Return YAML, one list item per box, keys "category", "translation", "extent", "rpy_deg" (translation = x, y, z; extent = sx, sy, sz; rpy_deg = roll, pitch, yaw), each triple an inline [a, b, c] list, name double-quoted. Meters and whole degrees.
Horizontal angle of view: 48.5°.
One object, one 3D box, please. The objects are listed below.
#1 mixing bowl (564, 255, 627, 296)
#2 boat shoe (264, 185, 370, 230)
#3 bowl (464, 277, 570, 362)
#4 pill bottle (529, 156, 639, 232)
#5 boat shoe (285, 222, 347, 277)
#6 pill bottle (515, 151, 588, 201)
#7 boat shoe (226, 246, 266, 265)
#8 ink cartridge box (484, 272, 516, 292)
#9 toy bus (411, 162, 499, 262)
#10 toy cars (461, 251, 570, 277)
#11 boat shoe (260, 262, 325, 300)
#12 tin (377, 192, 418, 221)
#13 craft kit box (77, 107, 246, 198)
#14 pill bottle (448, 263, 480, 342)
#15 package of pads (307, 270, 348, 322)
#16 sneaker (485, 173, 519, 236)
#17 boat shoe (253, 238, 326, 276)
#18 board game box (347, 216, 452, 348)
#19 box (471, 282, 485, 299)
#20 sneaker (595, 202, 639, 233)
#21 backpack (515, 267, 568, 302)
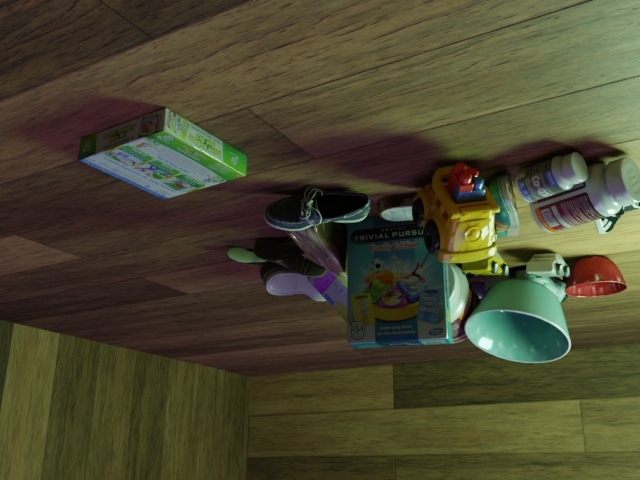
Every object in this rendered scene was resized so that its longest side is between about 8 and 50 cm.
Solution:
- category: "mixing bowl"
  translation: [0.839, 0.106, 2.182]
  extent: [0.182, 0.098, 0.181]
  rpy_deg: [1, 160, 0]
- category: "boat shoe"
  translation: [-0.007, -0.076, 1.693]
  extent: [0.255, 0.095, 0.079]
  rpy_deg: [0, 162, -2]
- category: "bowl"
  translation: [0.608, 0.228, 2.167]
  extent: [0.312, 0.163, 0.311]
  rpy_deg: [14, 149, 9]
- category: "pill bottle"
  translation: [0.584, -0.100, 1.568]
  extent: [0.121, 0.121, 0.221]
  rpy_deg: [16, 156, -37]
- category: "boat shoe"
  translation: [0.000, 0.000, 1.896]
  extent: [0.110, 0.121, 0.341]
  rpy_deg: [-2, 151, 22]
- category: "pill bottle"
  translation: [0.496, -0.137, 1.529]
  extent: [0.078, 0.078, 0.137]
  rpy_deg: [15, 156, -36]
- category: "boat shoe"
  translation: [-0.222, 0.051, 2.128]
  extent: [0.133, 0.048, 0.042]
  rpy_deg: [6, 152, -29]
- category: "ink cartridge box"
  translation: [0.628, 0.171, 2.386]
  extent: [0.092, 0.089, 0.143]
  rpy_deg: [-16, 154, 39]
- category: "toy bus"
  translation: [0.297, -0.091, 1.556]
  extent: [0.150, 0.220, 0.211]
  rpy_deg: [-9, 131, -9]
- category: "toy cars"
  translation: [0.579, 0.062, 2.095]
  extent: [0.394, 0.087, 0.176]
  rpy_deg: [2, 173, -17]
- category: "boat shoe"
  translation: [-0.052, 0.123, 2.313]
  extent: [0.320, 0.116, 0.099]
  rpy_deg: [6, -156, -35]
- category: "tin"
  translation: [0.234, -0.082, 1.761]
  extent: [0.190, 0.040, 0.106]
  rpy_deg: [-5, 164, 16]
- category: "craft kit box"
  translation: [-0.327, -0.173, 1.491]
  extent: [0.247, 0.060, 0.250]
  rpy_deg: [-9, 159, 31]
- category: "pill bottle"
  translation: [0.367, 0.181, 2.225]
  extent: [0.224, 0.223, 0.392]
  rpy_deg: [-7, 160, 20]
- category: "package of pads"
  translation: [0.106, 0.162, 2.129]
  extent: [0.296, 0.101, 0.229]
  rpy_deg: [47, 158, 5]
- category: "sneaker"
  translation: [0.404, -0.067, 1.688]
  extent: [0.121, 0.108, 0.302]
  rpy_deg: [-9, 160, 13]
- category: "boat shoe"
  translation: [-0.080, 0.047, 2.045]
  extent: [0.224, 0.080, 0.073]
  rpy_deg: [17, -178, 12]
- category: "board game box"
  translation: [0.199, 0.101, 1.828]
  extent: [0.254, 0.335, 0.079]
  rpy_deg: [-6, 160, 18]
- category: "box"
  translation: [0.627, 0.216, 2.564]
  extent: [0.294, 0.057, 0.201]
  rpy_deg: [7, 160, -19]
- category: "sneaker"
  translation: [0.715, -0.075, 1.698]
  extent: [0.121, 0.079, 0.217]
  rpy_deg: [-8, 157, 28]
- category: "backpack"
  translation: [0.705, 0.151, 2.293]
  extent: [0.152, 0.115, 0.182]
  rpy_deg: [-13, 153, 41]
